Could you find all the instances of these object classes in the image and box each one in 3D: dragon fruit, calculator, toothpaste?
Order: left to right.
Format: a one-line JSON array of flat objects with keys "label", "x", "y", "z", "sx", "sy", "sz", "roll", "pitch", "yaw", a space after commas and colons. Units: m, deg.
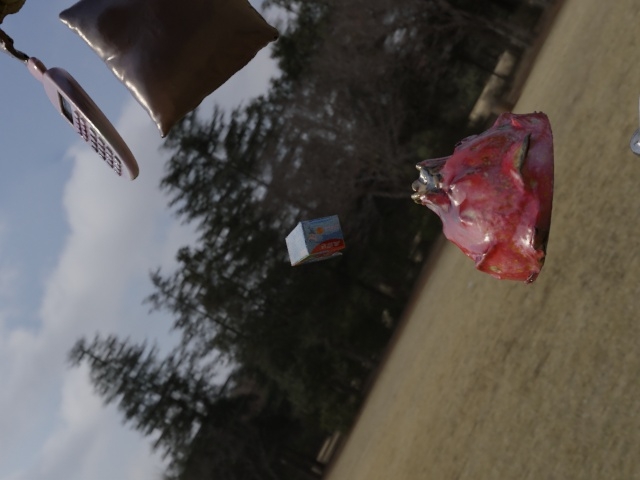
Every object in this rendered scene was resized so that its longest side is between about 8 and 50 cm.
[{"label": "calculator", "x": -0.247, "y": -0.129, "z": 0.891, "sx": 0.024, "sy": 0.166, "sz": 0.103, "roll": -41, "pitch": 1, "yaw": -16}, {"label": "toothpaste", "x": 0.000, "y": 0.000, "z": 1.134, "sx": 0.193, "sy": 0.070, "sz": 0.044, "roll": 145, "pitch": 113, "yaw": -80}, {"label": "dragon fruit", "x": 0.132, "y": -0.034, "z": 0.715, "sx": 0.153, "sy": 0.110, "sz": 0.153, "roll": 0, "pitch": -90, "yaw": -84}]

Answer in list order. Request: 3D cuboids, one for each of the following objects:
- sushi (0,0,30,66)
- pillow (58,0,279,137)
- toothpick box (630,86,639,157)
[{"label": "sushi", "x": -0.384, "y": -0.352, "z": 0.950, "sx": 0.166, "sy": 0.179, "sz": 0.297, "roll": -5, "pitch": -72, "yaw": -55}, {"label": "pillow", "x": -0.289, "y": -0.407, "z": 1.618, "sx": 0.308, "sy": 0.305, "sz": 0.108, "roll": -40, "pitch": 10, "yaw": 7}, {"label": "toothpick box", "x": 0.477, "y": -0.124, "z": 0.871, "sx": 0.316, "sy": 0.229, "sz": 0.229, "roll": -14, "pitch": 33, "yaw": 42}]
